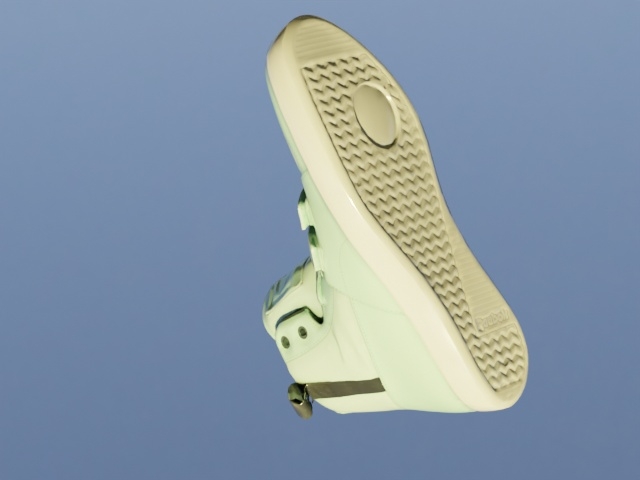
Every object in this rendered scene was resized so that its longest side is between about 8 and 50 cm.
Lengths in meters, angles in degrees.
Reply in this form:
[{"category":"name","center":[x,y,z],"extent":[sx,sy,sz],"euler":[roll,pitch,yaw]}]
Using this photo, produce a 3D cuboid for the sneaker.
[{"category":"sneaker","center":[0.000,0.001,1.063],"extent":[0.151,0.256,0.094],"euler":[-13,-157,38]}]
